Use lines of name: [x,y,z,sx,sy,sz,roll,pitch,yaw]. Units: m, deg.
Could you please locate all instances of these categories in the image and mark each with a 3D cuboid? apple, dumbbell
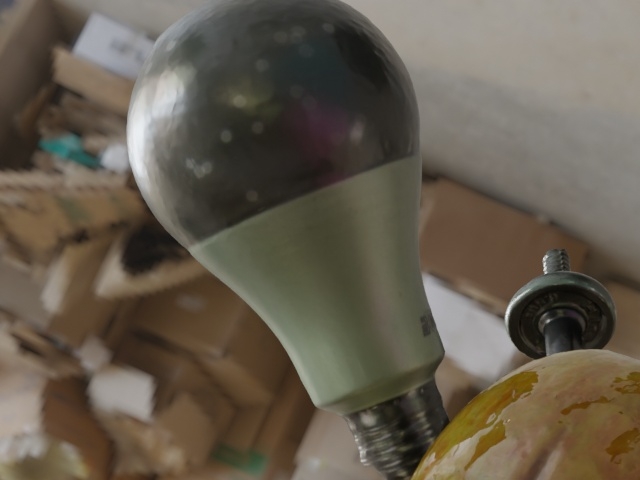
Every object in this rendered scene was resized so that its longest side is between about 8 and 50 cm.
apple: [0.155,0.182,0.956,0.264,0.264,0.264,23,165,7]
dumbbell: [0.170,0.090,1.331,0.082,0.254,0.081,2,127,2]

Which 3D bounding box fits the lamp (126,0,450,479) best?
lamp: [0.004,-0.011,1.198,0.314,0.182,0.182,60,154,-13]
